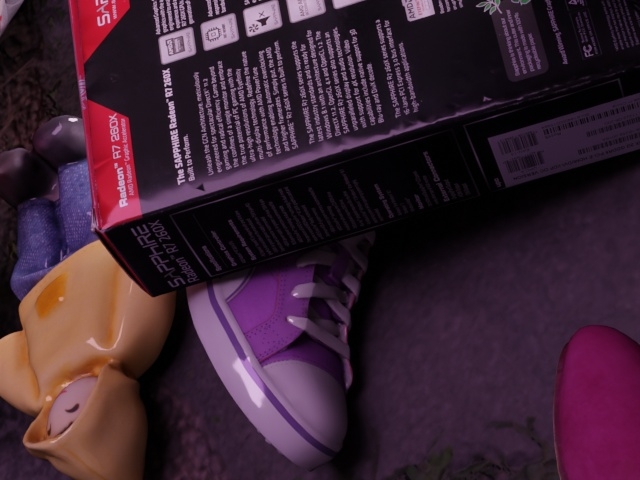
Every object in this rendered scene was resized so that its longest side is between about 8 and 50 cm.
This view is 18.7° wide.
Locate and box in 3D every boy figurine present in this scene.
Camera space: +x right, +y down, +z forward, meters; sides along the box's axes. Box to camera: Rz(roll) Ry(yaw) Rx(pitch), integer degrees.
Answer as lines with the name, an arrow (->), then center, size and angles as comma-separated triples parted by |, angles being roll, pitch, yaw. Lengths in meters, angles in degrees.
boy figurine -> -0.176, 0.056, 1.354 | 0.177, 0.092, 0.285 | -28, 48, 22

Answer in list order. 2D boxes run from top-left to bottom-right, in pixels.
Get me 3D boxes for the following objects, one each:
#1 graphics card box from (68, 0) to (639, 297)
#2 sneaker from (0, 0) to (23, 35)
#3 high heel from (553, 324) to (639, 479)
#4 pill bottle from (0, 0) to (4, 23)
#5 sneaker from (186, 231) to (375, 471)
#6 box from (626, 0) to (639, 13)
graphics card box -> 0.035, -0.127, 1.197 | 0.371, 0.094, 0.232 | -18, 54, 9
sneaker -> -0.375, -0.227, 1.649 | 0.366, 0.137, 0.210 | 35, 90, 40
high heel -> 0.240, 0.158, 0.863 | 0.181, 0.127, 0.377 | -41, 56, 25
pill bottle -> -0.365, -0.031, 1.404 | 0.229, 0.229, 0.407 | 16, 99, 44
sneaker -> -0.001, -0.001, 1.232 | 0.161, 0.102, 0.282 | -32, 50, 19
box -> 0.255, -0.345, 0.883 | 0.480, 0.472, 0.297 | -52, 15, 2
